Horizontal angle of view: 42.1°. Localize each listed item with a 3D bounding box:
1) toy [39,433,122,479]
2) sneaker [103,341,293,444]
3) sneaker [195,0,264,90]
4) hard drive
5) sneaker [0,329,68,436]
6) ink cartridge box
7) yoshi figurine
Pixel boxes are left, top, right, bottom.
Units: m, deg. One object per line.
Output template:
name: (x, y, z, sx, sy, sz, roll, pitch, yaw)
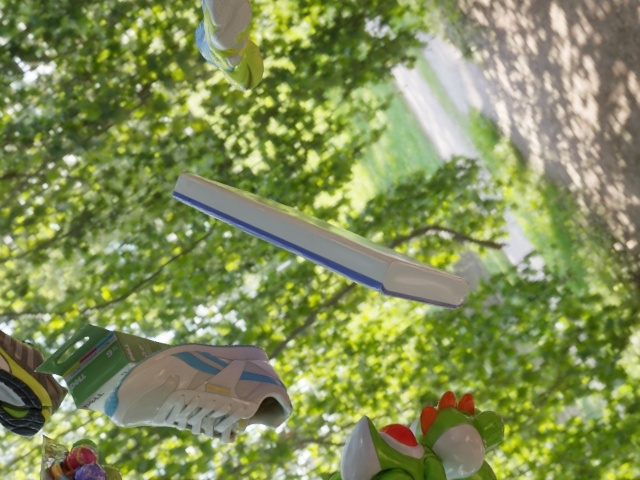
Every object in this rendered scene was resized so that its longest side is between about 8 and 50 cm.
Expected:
toy: (-0.329, 0.330, 1.187, 0.137, 0.056, 0.237, 37, 171, -17)
sneaker: (-0.124, 0.169, 0.899, 0.228, 0.087, 0.092, 0, -139, -46)
sneaker: (-0.176, -0.355, 1.398, 0.126, 0.091, 0.240, 33, 156, 27)
hard drive: (0.000, 0.000, 1.019, 0.318, 0.040, 0.210, 23, -176, 34)
sneaker: (-0.555, 0.199, 1.427, 0.300, 0.111, 0.121, 50, -166, 2)
ink cartridge box: (-0.293, 0.192, 1.205, 0.062, 0.109, 0.209, 56, -167, 28)
yoshi figurine: (0.134, 0.355, 1.148, 0.362, 0.203, 0.203, -17, -131, -38)
